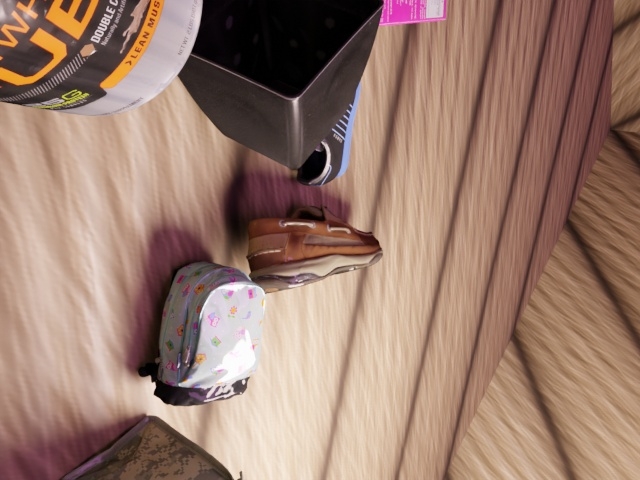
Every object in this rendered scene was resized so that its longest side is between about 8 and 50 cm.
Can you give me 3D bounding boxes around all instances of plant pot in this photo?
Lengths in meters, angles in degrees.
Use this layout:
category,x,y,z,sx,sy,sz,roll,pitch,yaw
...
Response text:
category,x,y,z,sx,sy,sz,roll,pitch,yaw
plant pot,-0.051,-0.204,0.679,0.188,0.187,0.167,-54,161,-25

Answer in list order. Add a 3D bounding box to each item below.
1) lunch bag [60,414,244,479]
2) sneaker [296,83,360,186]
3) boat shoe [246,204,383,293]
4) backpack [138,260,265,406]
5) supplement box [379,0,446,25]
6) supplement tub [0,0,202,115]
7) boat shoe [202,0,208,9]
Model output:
category,x,y,z,sx,sy,sz,roll,pitch,yaw
lunch bag,-0.158,0.392,0.681,0.169,0.287,0.235,-32,127,-42
sneaker,0.004,-0.193,0.835,0.090,0.081,0.232,-32,129,-51
boat shoe,0.000,0.000,0.875,0.324,0.123,0.119,-10,85,-61
backpack,-0.144,0.120,0.739,0.152,0.115,0.182,1,100,-50
supplement box,0.098,-0.392,0.855,0.220,0.111,0.114,-26,123,-46
supplement tub,-0.231,-0.195,0.334,0.338,0.207,0.207,-23,124,-74
boat shoe,-0.151,-0.319,0.618,0.049,0.042,0.133,-56,155,-36
